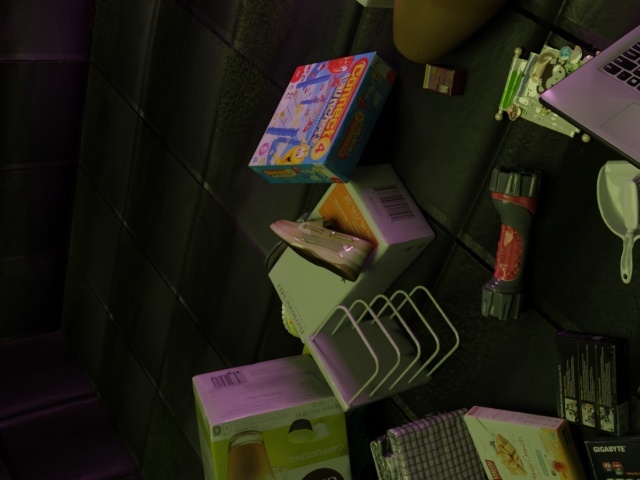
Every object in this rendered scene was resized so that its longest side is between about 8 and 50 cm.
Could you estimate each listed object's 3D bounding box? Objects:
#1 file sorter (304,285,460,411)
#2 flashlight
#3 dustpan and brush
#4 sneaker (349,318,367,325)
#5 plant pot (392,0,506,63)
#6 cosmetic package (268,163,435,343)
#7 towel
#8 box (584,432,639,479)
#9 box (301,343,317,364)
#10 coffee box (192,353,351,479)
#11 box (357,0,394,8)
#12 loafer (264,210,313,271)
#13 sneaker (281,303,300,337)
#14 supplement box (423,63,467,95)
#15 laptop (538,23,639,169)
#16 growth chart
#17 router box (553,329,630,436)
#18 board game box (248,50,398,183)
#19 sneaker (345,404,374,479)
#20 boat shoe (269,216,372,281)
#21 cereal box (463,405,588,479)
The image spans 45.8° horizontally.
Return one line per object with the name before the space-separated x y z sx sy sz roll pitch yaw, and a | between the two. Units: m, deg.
file sorter | 0.147 0.233 1.733 0.193 0.277 0.173 57 135 26
flashlight | 0.375 0.007 1.520 0.103 0.103 0.304 10 104 15
dustpan and brush | 0.549 -0.033 1.329 0.147 0.060 0.211 7 103 51
sneaker | 0.112 0.313 1.975 0.085 0.086 0.237 7 119 22
plant pot | 0.241 -0.483 1.510 0.237 0.237 0.254 64 154 19
cosmetic package | 0.062 0.041 1.890 0.230 0.161 0.453 60 139 23
towel | 0.247 0.540 1.716 0.121 0.235 0.284 -23 80 58
box | 0.608 0.441 1.374 0.220 0.051 0.175 -22 81 52
box | 0.001 0.307 2.130 0.105 0.043 0.179 42 132 39
coffee box | -0.130 0.531 1.972 0.338 0.337 0.334 -151 54 -70
box | 0.131 -0.594 1.632 0.182 0.181 0.119 51 134 32
loafer | -0.072 0.028 2.119 0.084 0.096 0.267 56 135 18
sneaker | -0.056 0.184 2.147 0.094 0.081 0.209 3 113 30
supplement box | 0.267 -0.347 1.629 0.083 0.043 0.055 31 121 45
laptop | 0.597 -0.292 1.076 0.382 0.408 0.236 46 165 36
growth chart | 0.445 -0.286 1.437 0.237 0.021 0.172 29 119 44
router box | 0.519 0.271 1.452 0.133 0.046 0.179 5 102 52
board game box | 0.002 -0.287 1.816 0.302 0.086 0.308 4 65 51
sneaker | 0.109 0.543 2.019 0.110 0.107 0.275 20 123 34
boat shoe | 0.000 0.000 1.758 0.302 0.109 0.098 25 77 47
cereal box | 0.426 0.440 1.578 0.240 0.047 0.173 -7 110 52
